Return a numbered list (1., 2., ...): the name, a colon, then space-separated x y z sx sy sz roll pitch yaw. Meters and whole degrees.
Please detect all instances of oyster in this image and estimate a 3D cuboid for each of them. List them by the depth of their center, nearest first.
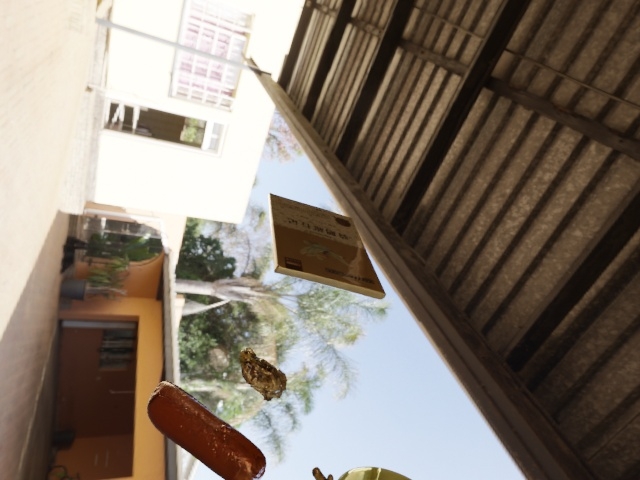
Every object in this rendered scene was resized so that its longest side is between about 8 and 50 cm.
1. oyster: -0.159 0.362 1.149 0.053 0.165 0.108 -44 -163 44

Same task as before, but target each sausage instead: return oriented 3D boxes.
1. sausage: -0.267 0.435 0.961 0.330 0.102 0.102 26 -68 19

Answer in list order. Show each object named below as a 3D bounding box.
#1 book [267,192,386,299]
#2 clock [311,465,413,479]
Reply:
1. book: 0.000 0.000 0.884 0.310 0.217 0.021 -107 -143 -58
2. clock: 0.100 0.474 0.702 0.235 0.308 0.096 -60 175 35
